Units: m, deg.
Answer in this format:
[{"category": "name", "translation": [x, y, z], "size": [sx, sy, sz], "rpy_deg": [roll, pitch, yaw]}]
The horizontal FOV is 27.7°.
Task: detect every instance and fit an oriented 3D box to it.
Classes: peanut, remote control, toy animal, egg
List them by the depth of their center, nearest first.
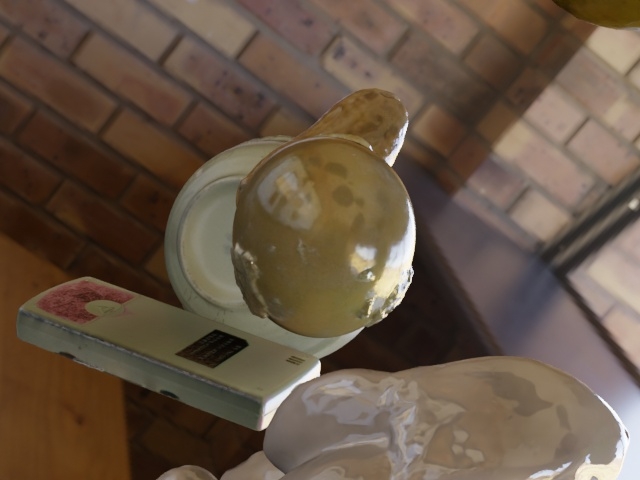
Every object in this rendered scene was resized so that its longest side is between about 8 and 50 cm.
[{"category": "toy animal", "translation": [0.031, 0.184, 0.856], "size": [0.258, 0.357, 0.194], "rpy_deg": [24, 46, -8]}, {"category": "egg", "translation": [0.003, -0.002, 1.113], "size": [0.164, 0.164, 0.201], "rpy_deg": [47, -27, 29]}, {"category": "peanut", "translation": [0.005, -0.077, 1.319], "size": [0.099, 0.214, 0.099], "rpy_deg": [42, -29, 29]}, {"category": "remote control", "translation": [-0.179, 0.124, 1.495], "size": [0.344, 0.050, 0.145], "rpy_deg": [17, 22, 23]}]

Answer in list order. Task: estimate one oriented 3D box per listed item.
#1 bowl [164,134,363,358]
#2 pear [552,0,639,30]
[{"category": "bowl", "translation": [-0.073, 0.008, 1.676], "size": [0.307, 0.307, 0.163], "rpy_deg": [45, 12, 20]}, {"category": "pear", "translation": [0.234, -0.242, 0.623], "size": [0.285, 0.336, 0.285], "rpy_deg": [22, 18, -8]}]
